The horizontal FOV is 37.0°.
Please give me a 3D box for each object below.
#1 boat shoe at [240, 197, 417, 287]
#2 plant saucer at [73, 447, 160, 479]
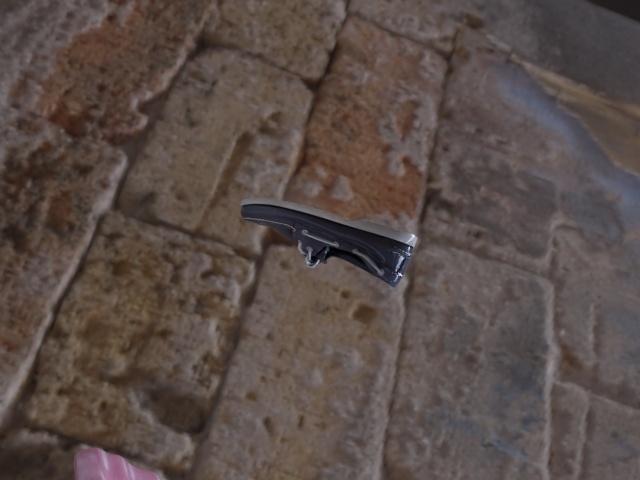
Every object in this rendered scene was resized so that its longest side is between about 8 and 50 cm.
[{"bbox_3d":[0.000,0.000,1.048,0.075,0.206,0.065,20,85,-73],"label":"boat shoe"},{"bbox_3d":[-0.179,0.369,0.972,0.332,0.084,0.332,168,-90,-75],"label":"plant saucer"}]
